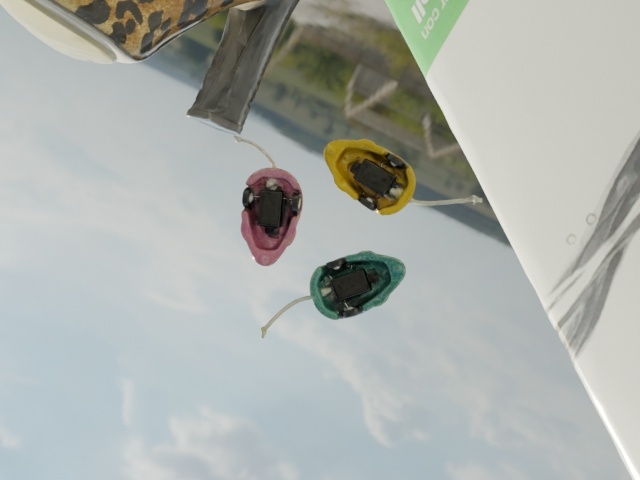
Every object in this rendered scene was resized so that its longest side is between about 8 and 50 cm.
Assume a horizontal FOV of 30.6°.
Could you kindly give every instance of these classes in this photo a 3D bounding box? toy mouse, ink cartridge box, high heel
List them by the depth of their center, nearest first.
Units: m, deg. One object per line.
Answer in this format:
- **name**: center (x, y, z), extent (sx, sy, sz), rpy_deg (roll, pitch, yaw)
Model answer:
- **ink cartridge box**: center (0.165, -0.022, 0.357), extent (0.211, 0.121, 0.289), rpy_deg (5, -133, -31)
- **toy mouse**: center (0.000, 0.000, 0.751), extent (0.161, 0.143, 0.031), rpy_deg (28, -175, 8)
- **high heel**: center (-0.110, -0.202, 0.788), extent (0.093, 0.186, 0.261), rpy_deg (18, 174, 41)
